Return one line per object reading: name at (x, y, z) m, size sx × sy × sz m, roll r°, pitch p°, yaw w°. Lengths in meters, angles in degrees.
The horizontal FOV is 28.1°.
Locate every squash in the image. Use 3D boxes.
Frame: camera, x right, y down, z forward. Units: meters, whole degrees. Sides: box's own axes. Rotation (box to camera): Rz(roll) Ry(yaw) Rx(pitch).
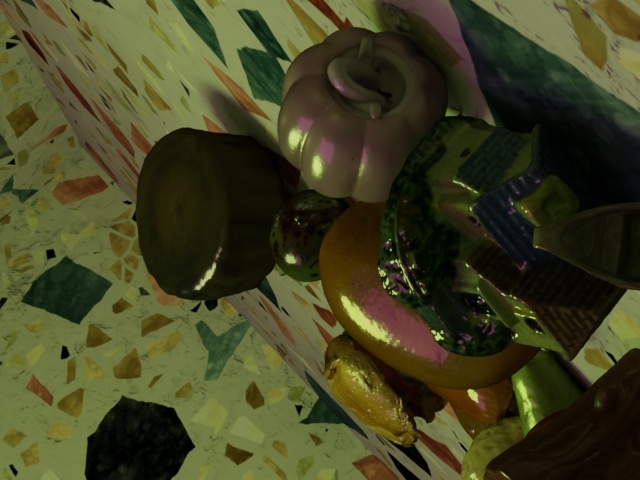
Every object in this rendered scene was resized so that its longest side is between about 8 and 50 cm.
squash at (0.332, 0.287, 1.633) m, size 0.370 × 0.118 × 0.118 m, roll 67°, pitch 166°, yaw -7°

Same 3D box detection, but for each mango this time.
mango at (0.135, 0.064, 1.541) m, size 0.317 × 0.173 × 0.211 m, roll 28°, pitch 116°, yaw 35°

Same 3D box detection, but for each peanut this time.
peanut at (0.276, 0.324, 1.834) m, size 0.140 × 0.159 × 0.109 m, roll 19°, pitch 178°, yaw 17°

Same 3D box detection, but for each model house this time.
model house at (0.181, 0.002, 1.177) m, size 0.214 × 0.195 × 0.189 m, roll 52°, pitch 161°, yaw -22°

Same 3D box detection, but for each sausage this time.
sausage at (0.205, 0.193, 1.902) m, size 0.098 × 0.098 × 0.238 m, roll 57°, pitch 169°, yaw -31°

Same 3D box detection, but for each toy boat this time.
toy boat at (0.271, 0.005, 1.045) m, size 0.185 × 0.089 × 0.071 m, roll 4°, pitch -179°, yaw 29°

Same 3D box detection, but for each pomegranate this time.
pomegranate at (0.003, -0.006, 1.960) m, size 0.148 × 0.148 × 0.169 m, roll 43°, pitch -157°, yaw 30°

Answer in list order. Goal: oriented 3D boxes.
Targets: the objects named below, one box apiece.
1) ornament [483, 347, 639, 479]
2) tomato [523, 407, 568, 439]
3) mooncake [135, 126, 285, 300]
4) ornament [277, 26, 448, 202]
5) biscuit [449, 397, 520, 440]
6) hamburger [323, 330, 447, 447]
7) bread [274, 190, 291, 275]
ornament at (0.312, 0.241, 1.338) m, size 0.221 × 0.217 × 0.235 m, roll 54°, pitch 168°, yaw -22°
tomato at (0.350, 0.301, 1.493) m, size 0.233 × 0.200 × 0.139 m, roll 42°, pitch 147°, yaw -19°
mooncake at (-0.179, -0.041, 2.138) m, size 0.290 × 0.161 × 0.290 m, roll 1°, pitch 92°, yaw 50°
ornament at (0.043, -0.131, 1.287) m, size 0.177 × 0.177 × 0.177 m, roll 47°, pitch 168°, yaw 13°
biscuit at (0.275, 0.288, 2.002) m, size 0.220 × 0.066 × 0.220 m, roll 47°, pitch 168°, yaw 14°
hamburger at (0.116, 0.224, 2.171) m, size 0.244 × 0.163 × 0.244 m, roll 39°, pitch 161°, yaw 16°
bread at (-0.053, -0.013, 2.212) m, size 0.156 × 0.103 × 0.110 m, roll 52°, pitch 158°, yaw -11°
